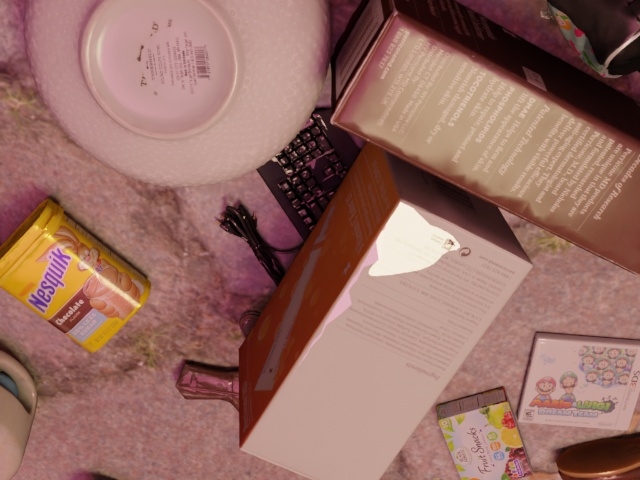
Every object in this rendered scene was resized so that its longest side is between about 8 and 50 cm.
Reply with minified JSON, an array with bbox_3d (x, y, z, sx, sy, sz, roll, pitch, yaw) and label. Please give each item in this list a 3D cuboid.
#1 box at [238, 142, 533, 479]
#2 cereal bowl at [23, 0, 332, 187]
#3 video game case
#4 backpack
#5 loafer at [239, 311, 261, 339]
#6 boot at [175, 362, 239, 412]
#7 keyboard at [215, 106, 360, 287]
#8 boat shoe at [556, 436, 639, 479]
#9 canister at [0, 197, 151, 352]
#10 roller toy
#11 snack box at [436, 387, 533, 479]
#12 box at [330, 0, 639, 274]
[{"bbox_3d":[0.057,0.083,1.121,0.168,0.215,0.345,26,111,-16],"label":"box"},{"bbox_3d":[-0.156,-0.205,1.022,0.339,0.141,0.339,2,114,4],"label":"cereal bowl"},{"bbox_3d":[0.357,0.194,1.321,0.157,0.019,0.143,5,119,-2],"label":"video game case"},{"bbox_3d":[0.324,-0.268,0.939,0.225,0.253,0.191,-38,76,18],"label":"backpack"},{"bbox_3d":[-0.062,0.147,1.287,0.045,0.039,0.125,-32,114,18],"label":"loafer"},{"bbox_3d":[-0.142,0.219,1.330,0.114,0.037,0.106,4,106,-5],"label":"boot"},{"bbox_3d":[0.000,0.000,1.211,0.201,0.033,0.317,-27,115,15],"label":"keyboard"},{"bbox_3d":[0.437,0.316,1.357,0.207,0.073,0.073,-12,116,8],"label":"boat shoe"},{"bbox_3d":[-0.313,0.047,1.211,0.126,0.073,0.170,-45,112,11],"label":"canister"},{"bbox_3d":[-0.479,0.232,1.280,0.191,0.146,0.209,16,127,-14],"label":"roller toy"},{"bbox_3d":[0.230,0.281,1.360,0.100,0.037,0.141,-17,117,12],"label":"snack box"},{"bbox_3d":[0.205,-0.131,1.045,0.381,0.191,0.143,26,116,-14],"label":"box"}]
